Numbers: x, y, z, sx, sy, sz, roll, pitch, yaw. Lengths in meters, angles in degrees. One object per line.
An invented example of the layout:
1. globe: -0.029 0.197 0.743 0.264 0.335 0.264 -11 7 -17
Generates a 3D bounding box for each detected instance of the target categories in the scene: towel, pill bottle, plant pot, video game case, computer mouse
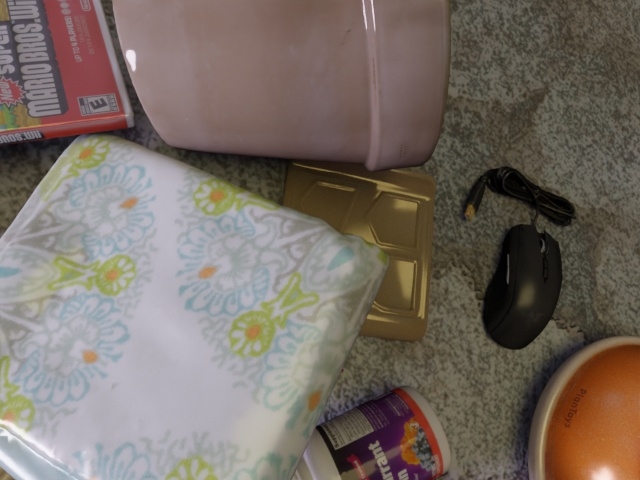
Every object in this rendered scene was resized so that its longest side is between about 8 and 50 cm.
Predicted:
1. towel: -0.165 0.078 0.424 0.374 0.090 0.321 24 75 13
2. pill bottle: 0.042 0.257 0.505 0.193 0.108 0.108 -19 87 -17
3. plant pot: -0.046 -0.216 0.477 0.280 0.323 0.324 -11 84 0
4. video game case: -0.362 -0.182 0.446 0.284 0.025 0.204 -15 71 -21
5. computer mouse: 0.284 0.014 0.633 0.184 0.060 0.262 29 75 -10

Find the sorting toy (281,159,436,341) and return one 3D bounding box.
1. sorting toy: 0.000 0.000 0.574 0.306 0.041 0.229 10 79 -9

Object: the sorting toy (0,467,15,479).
1. sorting toy: -0.419 0.239 0.388 0.208 0.038 0.193 42 52 -7

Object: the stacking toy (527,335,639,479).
1. stacking toy: 0.496 0.286 0.428 0.350 0.480 0.351 2 81 -14

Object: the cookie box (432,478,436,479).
1. cookie box: 0.098 0.316 0.444 0.107 0.040 0.092 -12 44 -23
